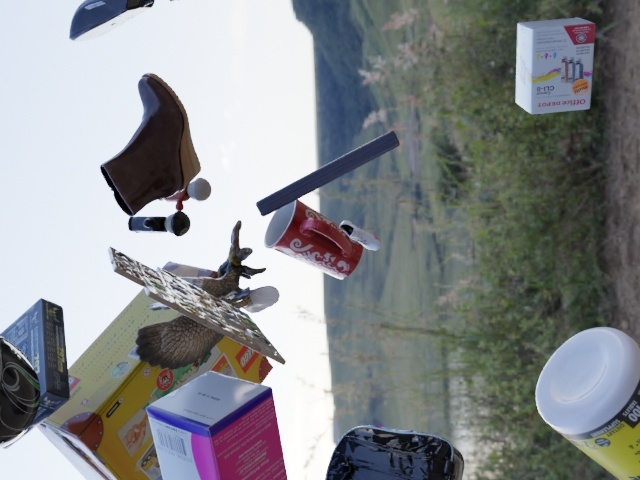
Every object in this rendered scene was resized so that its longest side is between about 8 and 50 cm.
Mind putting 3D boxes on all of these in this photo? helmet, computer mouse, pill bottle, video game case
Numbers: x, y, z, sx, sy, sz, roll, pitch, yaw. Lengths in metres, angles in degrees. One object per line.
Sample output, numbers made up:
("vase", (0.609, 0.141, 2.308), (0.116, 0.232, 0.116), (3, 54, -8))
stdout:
("helmet", (-0.509, 0.236, 1.079), (0.161, 0.170, 0.169), (83, -171, -56))
("computer mouse", (-0.334, -0.441, 1.285), (0.184, 0.262, 0.060), (-42, -67, -55))
("pill bottle", (0.528, 0.303, 1.140), (0.188, 0.334, 0.188), (-49, 14, 16))
("video game case", (0.011, -0.097, 1.013), (0.026, 0.196, 0.274), (62, -176, -6))

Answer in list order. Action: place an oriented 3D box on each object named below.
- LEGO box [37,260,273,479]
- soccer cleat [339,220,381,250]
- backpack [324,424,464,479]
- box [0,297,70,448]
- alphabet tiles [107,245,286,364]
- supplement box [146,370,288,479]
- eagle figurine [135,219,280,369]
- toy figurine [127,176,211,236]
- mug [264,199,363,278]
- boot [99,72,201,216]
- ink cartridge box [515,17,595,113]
("LEGO box", (-0.378, 0.357, 1.713), (0.500, 0.193, 0.372), (-52, -45, -34))
("soccer cleat", (0.069, -0.008, 1.257), (0.029, 0.083, 0.036), (-59, -17, 19))
("backpack", (0.142, 0.482, 1.382), (0.191, 0.254, 0.225), (57, -137, -55))
("box", (-0.572, 0.254, 1.372), (0.059, 0.183, 0.232), (35, -157, -44))
("alphabet tiles", (-0.169, 0.078, 0.933), (0.009, 0.237, 0.198), (-58, 23, 0))
("supplement box", (-0.117, 0.289, 0.870), (0.114, 0.111, 0.219), (-25, -67, -48))
("eagle figurine", (-0.249, 0.135, 1.529), (0.226, 0.225, 0.298), (66, -148, -29))
("toy figurine", (-0.362, -0.130, 1.630), (0.213, 0.148, 0.209), (-64, -33, -47))
("mug", (-0.006, 0.007, 1.365), (0.113, 0.169, 0.150), (-57, 23, 10))
("boot", (-0.358, -0.196, 1.434), (0.207, 0.090, 0.248), (-38, -66, -40))
("ink cartridge box", (0.487, -0.365, 1.482), (0.127, 0.128, 0.176), (-91, -5, -67))
